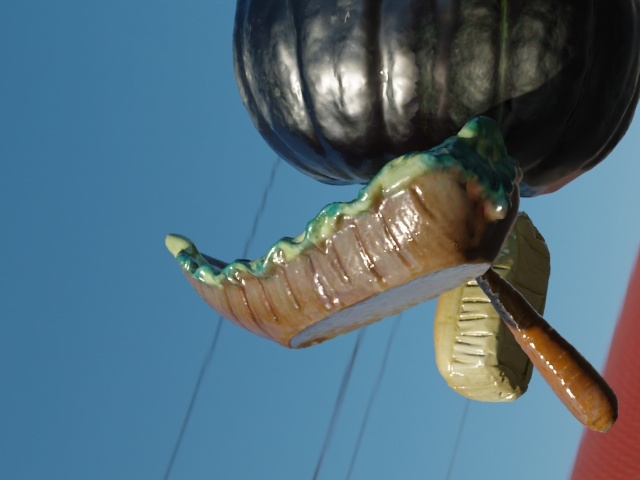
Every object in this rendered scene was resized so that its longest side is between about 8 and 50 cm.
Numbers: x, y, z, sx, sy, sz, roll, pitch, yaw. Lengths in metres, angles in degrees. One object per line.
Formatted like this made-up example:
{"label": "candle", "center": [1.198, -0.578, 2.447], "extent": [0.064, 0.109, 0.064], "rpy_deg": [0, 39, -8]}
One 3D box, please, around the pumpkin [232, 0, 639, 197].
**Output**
{"label": "pumpkin", "center": [0.081, -0.105, 0.789], "extent": [0.296, 0.295, 0.296], "rpy_deg": [-36, -48, -53]}

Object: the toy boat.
{"label": "toy boat", "center": [0.000, 0.012, 0.679], "extent": [0.108, 0.293, 0.099], "rpy_deg": [1, -104, -43]}

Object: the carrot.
{"label": "carrot", "center": [0.204, 0.090, 1.056], "extent": [0.048, 0.216, 0.048], "rpy_deg": [-39, -7, -6]}

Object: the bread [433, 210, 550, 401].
{"label": "bread", "center": [0.215, 0.083, 1.417], "extent": [0.140, 0.106, 0.236], "rpy_deg": [38, -121, -45]}
